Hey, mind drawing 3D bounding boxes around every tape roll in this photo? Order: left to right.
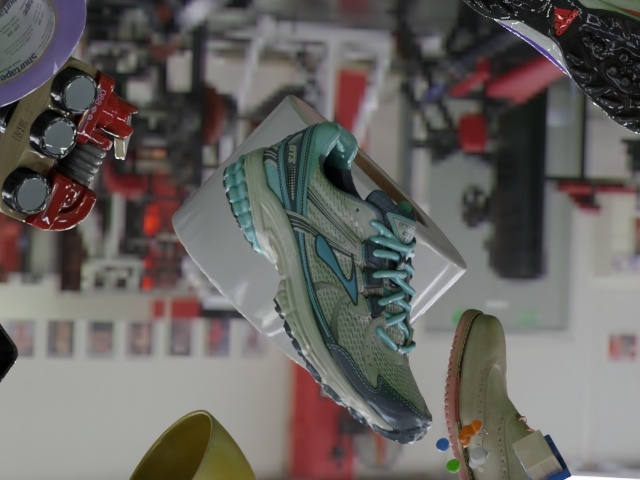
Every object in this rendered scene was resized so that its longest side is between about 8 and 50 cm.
[{"bbox_3d":[-0.316,-0.209,1.648,0.189,0.080,0.189,-24,148,-16],"label":"tape roll"},{"bbox_3d":[0.000,0.000,1.745,0.246,0.169,0.246,42,-171,-8],"label":"tape roll"}]

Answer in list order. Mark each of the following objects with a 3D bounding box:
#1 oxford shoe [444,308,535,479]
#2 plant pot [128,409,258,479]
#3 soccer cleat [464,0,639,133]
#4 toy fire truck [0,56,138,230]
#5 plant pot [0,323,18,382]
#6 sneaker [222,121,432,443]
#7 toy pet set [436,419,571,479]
[{"bbox_3d":[0.254,0.282,2.375,0.146,0.397,0.140,-9,169,24],"label":"oxford shoe"},{"bbox_3d":[-0.106,0.234,1.618,0.095,0.134,0.134,39,164,-21],"label":"plant pot"},{"bbox_3d":[0.213,-0.214,1.574,0.318,0.109,0.116,45,-160,12],"label":"soccer cleat"},{"bbox_3d":[-0.320,-0.117,2.369,0.158,0.217,0.246,26,180,45],"label":"toy fire truck"},{"bbox_3d":[-0.452,0.115,1.800,0.167,0.188,0.187,-8,-145,33],"label":"plant pot"},{"bbox_3d":[0.026,0.024,1.401,0.122,0.283,0.110,-34,155,12],"label":"sneaker"},{"bbox_3d":[0.205,0.251,1.944,0.114,0.122,0.065,-30,138,5],"label":"toy pet set"}]
